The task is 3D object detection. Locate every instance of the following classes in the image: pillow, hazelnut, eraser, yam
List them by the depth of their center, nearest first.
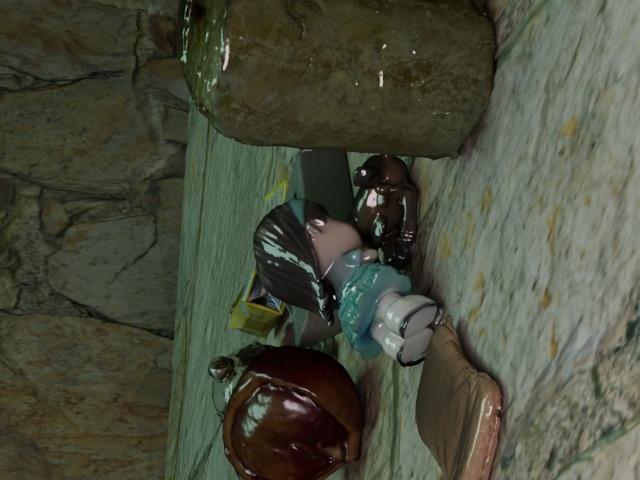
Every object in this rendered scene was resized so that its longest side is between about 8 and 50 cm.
[{"bbox_3d":[0.128,0.165,1.481,0.211,0.034,0.135,-118,40,-69],"label":"pillow"},{"bbox_3d":[0.007,-0.185,1.578,0.195,0.300,0.195,-174,90,-73],"label":"yam"},{"bbox_3d":[-0.035,0.216,1.899,0.201,0.170,0.160,96,174,-61],"label":"hazelnut"},{"bbox_3d":[-0.001,0.000,2.108,0.352,0.077,0.111,-97,17,-52],"label":"eraser"}]

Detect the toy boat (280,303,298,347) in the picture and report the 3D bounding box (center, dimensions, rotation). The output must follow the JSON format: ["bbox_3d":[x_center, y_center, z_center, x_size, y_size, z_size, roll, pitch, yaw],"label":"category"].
[{"bbox_3d":[-0.043,0.140,2.376,0.122,0.034,0.096,-91,11,-75],"label":"toy boat"}]

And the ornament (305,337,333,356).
[{"bbox_3d":[-0.003,0.148,2.130,0.092,0.041,0.068,99,179,-65],"label":"ornament"}]

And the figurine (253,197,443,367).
[{"bbox_3d":[0.022,0.052,1.683,0.245,0.110,0.137,37,136,37],"label":"figurine"}]

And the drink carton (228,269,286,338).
[{"bbox_3d":[-0.105,0.113,2.551,0.200,0.084,0.074,121,164,-66],"label":"drink carton"}]

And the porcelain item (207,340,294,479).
[{"bbox_3d":[-0.073,0.272,2.223,0.288,0.138,0.186,-115,17,-62],"label":"porcelain item"}]

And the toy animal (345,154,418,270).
[{"bbox_3d":[0.060,-0.030,1.813,0.148,0.085,0.232,-104,20,-64],"label":"toy animal"}]

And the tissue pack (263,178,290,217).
[{"bbox_3d":[-0.044,-0.032,2.385,0.176,0.062,0.095,147,127,-74],"label":"tissue pack"}]
